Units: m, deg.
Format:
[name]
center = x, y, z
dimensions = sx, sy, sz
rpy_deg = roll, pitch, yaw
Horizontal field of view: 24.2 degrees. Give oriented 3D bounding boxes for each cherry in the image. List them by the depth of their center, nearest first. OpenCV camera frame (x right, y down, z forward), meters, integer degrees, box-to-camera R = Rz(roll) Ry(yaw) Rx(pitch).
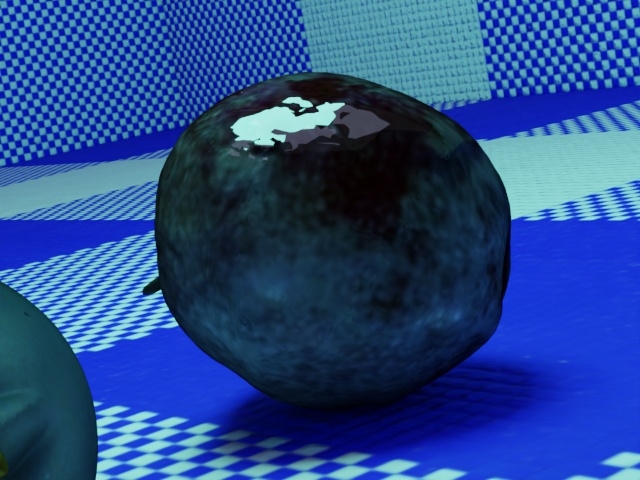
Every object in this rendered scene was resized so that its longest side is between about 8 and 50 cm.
[cherry]
center = 0.010, 0.003, 0.786
dimensions = 0.195, 0.195, 0.195
rpy_deg = -10, 9, 1

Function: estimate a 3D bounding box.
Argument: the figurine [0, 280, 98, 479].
[figurine]
center = -0.199, 0.070, 0.496
dimensions = 0.197, 0.175, 0.265
rpy_deg = 38, 26, 27
